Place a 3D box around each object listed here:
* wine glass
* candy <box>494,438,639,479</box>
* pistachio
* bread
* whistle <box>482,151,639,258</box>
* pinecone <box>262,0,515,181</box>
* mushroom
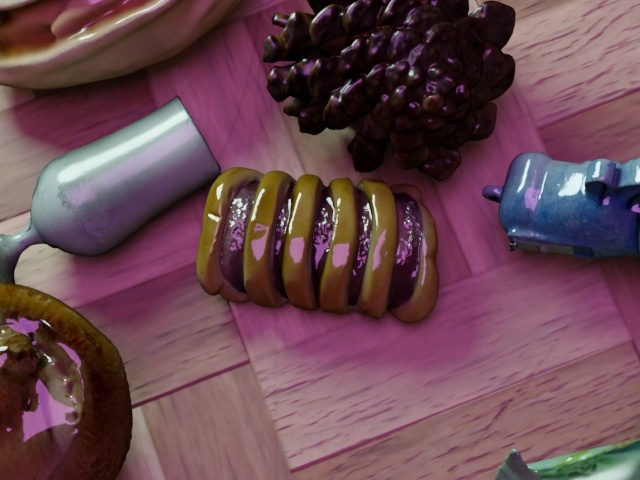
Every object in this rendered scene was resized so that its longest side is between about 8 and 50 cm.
[{"bbox_3d":[-0.210,-0.041,1.513,0.231,0.103,0.103,-32,72,-5],"label":"wine glass"},{"bbox_3d":[0.361,0.185,1.354,0.398,0.172,0.263,-36,76,-19],"label":"candy"},{"bbox_3d":[-0.208,-0.259,1.545,0.318,0.214,0.193,-21,112,6],"label":"pistachio"},{"bbox_3d":[0.000,0.000,1.487,0.225,0.081,0.134,4,72,7],"label":"bread"},{"bbox_3d":[0.273,-0.026,1.421,0.269,0.180,0.093,6,72,17],"label":"whistle"},{"bbox_3d":[0.057,-0.174,1.476,0.201,0.229,0.202,7,49,44],"label":"pinecone"},{"bbox_3d":[-0.289,0.154,1.420,0.253,0.153,0.253,0,92,3],"label":"mushroom"}]
